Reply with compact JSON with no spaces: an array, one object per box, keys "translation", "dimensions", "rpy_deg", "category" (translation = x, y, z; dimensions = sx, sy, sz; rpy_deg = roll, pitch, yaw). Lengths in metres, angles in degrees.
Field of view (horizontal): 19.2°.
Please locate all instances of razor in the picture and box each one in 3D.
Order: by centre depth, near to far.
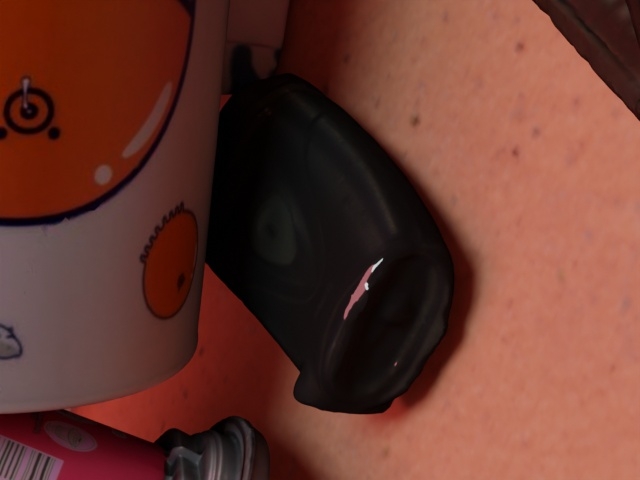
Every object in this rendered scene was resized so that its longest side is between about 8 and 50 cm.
[{"translation":[0.000,0.000,0.751],"dimensions":[0.148,0.054,0.090],"rpy_deg":[50,125,48],"category":"razor"}]

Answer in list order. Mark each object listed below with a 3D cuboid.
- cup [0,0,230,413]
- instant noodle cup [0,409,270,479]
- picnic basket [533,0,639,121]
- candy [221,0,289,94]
[{"translation":[-0.136,-0.120,0.708],"dimensions":[0.212,0.212,0.317],"rpy_deg":[26,114,53],"category":"cup"},{"translation":[-0.157,0.150,0.737],"dimensions":[0.258,0.181,0.302],"rpy_deg":[-66,10,-21],"category":"instant noodle cup"},{"translation":[0.080,-0.187,0.580],"dimensions":[0.129,0.222,0.297],"rpy_deg":[-29,48,-2],"category":"picnic basket"},{"translation":[-0.080,-0.128,0.873],"dimensions":[0.160,0.073,0.092],"rpy_deg":[32,114,51],"category":"candy"}]
